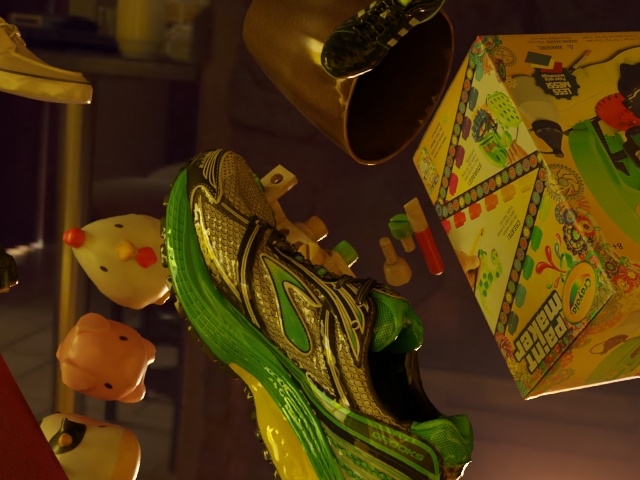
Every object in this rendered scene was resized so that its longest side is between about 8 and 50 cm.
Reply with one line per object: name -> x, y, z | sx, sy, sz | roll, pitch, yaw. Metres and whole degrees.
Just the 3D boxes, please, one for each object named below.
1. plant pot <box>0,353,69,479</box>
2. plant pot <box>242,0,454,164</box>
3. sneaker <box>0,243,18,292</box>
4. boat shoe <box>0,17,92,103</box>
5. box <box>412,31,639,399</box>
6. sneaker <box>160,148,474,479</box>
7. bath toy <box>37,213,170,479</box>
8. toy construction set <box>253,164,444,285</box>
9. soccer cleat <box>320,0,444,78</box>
plant pot -> -0.318, 0.272, 0.823 | 0.267, 0.267, 0.236 | -20, 28, 0
plant pot -> 0.016, -0.244, 1.485 | 0.230, 0.215, 0.215 | 32, 21, 28
sneaker -> -0.388, 0.048, 1.331 | 0.084, 0.058, 0.152 | -2, 32, -28
boat shoe -> -0.400, -0.228, 1.371 | 0.267, 0.088, 0.096 | 14, 3, -1
box -> 0.285, -0.033, 1.056 | 0.289, 0.177, 0.279 | -7, 57, -24
sneaker -> 0.000, 0.060, 0.874 | 0.344, 0.146, 0.134 | 56, 22, 22
bath toy -> -0.224, 0.133, 1.122 | 0.151, 0.348, 0.129 | 2, -17, 39
toy construction set -> 0.000, 0.000, 1.653 | 0.308, 0.237, 0.257 | -20, 39, 5
soccer cleat -> 0.068, -0.232, 1.196 | 0.179, 0.060, 0.072 | -40, -9, -27
